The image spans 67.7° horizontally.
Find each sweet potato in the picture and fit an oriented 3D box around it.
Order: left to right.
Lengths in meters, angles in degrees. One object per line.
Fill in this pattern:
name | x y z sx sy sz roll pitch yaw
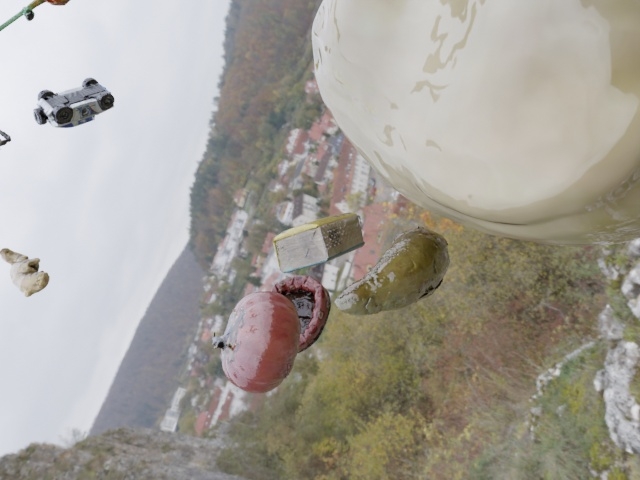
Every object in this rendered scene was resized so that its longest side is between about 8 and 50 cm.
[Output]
sweet potato | 0.127 0.038 0.671 0.124 0.098 0.310 -57 -19 15

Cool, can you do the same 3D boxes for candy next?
candy | -0.809 -0.636 1.310 0.288 0.078 0.084 -42 -22 -10

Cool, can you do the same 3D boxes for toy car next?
toy car | -0.556 -0.303 1.077 0.171 0.080 0.070 -35 -23 -35

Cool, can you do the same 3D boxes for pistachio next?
pistachio | 0.188 -0.157 0.503 0.281 0.446 0.365 -47 -26 -30

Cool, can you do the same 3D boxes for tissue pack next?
tissue pack | 0.000 0.000 1.543 0.271 0.192 0.134 -19 -87 -59

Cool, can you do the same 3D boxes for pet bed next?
pet bed | -0.064 0.171 1.137 0.201 0.053 0.201 -18 46 20

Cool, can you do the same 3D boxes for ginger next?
ginger | -0.747 0.071 1.202 0.288 0.075 0.089 21 84 46

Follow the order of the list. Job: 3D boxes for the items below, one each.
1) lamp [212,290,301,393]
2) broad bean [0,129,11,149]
lamp | -0.114 0.175 0.843 0.182 0.140 0.182 -47 32 41
broad bean | -0.411 -0.254 0.572 0.049 0.144 0.291 7 -88 -73
